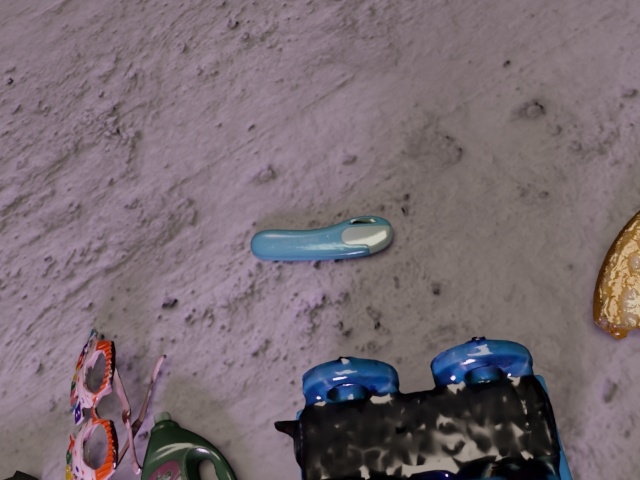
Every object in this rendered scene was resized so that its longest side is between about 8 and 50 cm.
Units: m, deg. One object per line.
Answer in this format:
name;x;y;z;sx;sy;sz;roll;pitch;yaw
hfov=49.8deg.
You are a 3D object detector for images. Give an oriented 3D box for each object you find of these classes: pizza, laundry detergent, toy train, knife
pizza;0.456;0.062;0.869;0.199;0.062;0.188;29;87;19
laundry detergent;-0.176;0.322;0.903;0.137;0.063;0.211;-22;59;3
toy train;0.110;0.235;0.754;0.300;0.265;0.188;-10;58;5
knife;0.000;0.000;1.032;0.222;0.031;0.064;-5;67;16

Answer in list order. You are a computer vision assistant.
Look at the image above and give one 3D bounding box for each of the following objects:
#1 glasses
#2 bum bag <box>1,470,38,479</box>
glasses;-0.300;0.242;0.971;0.162;0.095;0.255;-28;55;35
bum bag;-0.500;0.406;0.924;0.326;0.080;0.142;-22;25;5
